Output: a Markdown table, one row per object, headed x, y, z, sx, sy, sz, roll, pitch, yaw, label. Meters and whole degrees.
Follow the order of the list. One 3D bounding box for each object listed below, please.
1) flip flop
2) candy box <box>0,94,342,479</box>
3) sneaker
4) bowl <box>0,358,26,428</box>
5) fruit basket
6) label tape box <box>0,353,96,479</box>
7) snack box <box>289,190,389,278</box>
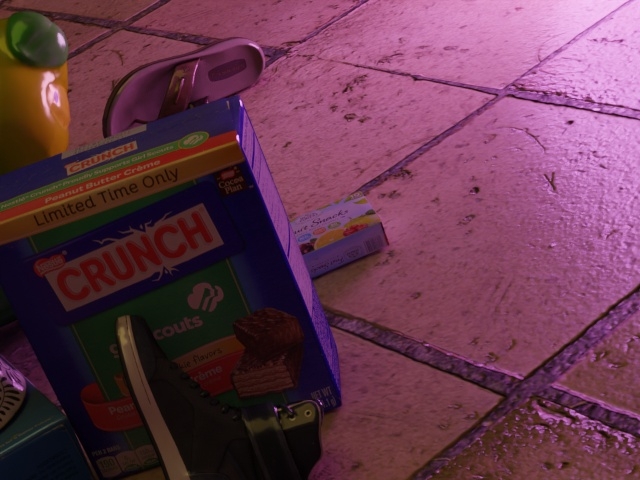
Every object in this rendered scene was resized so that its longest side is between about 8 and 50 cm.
| x | y | z | sx | sy | sz | roll | pitch | yaw | label |
| --- | --- | --- | --- | --- | --- | --- | --- | --- | --- |
| -0.196 | -0.214 | 2.363 | 0.277 | 0.112 | 0.080 | -25 | 41 | -20 | flip flop |
| -0.151 | 0.052 | 1.585 | 0.268 | 0.317 | 0.122 | -19 | 27 | 5 | candy box |
| -0.089 | 0.151 | 1.502 | 0.163 | 0.226 | 0.086 | -24 | -8 | -6 | sneaker |
| -0.388 | 0.147 | 1.603 | 0.170 | 0.080 | 0.170 | -17 | 26 | 8 | bowl |
| -0.392 | -0.071 | 1.872 | 0.392 | 0.283 | 0.392 | -38 | -10 | -8 | fruit basket |
| -0.405 | 0.228 | 1.672 | 0.241 | 0.106 | 0.334 | -30 | 27 | -19 | label tape box |
| 0.000 | 0.000 | 1.883 | 0.141 | 0.037 | 0.100 | -23 | 26 | -4 | snack box |
